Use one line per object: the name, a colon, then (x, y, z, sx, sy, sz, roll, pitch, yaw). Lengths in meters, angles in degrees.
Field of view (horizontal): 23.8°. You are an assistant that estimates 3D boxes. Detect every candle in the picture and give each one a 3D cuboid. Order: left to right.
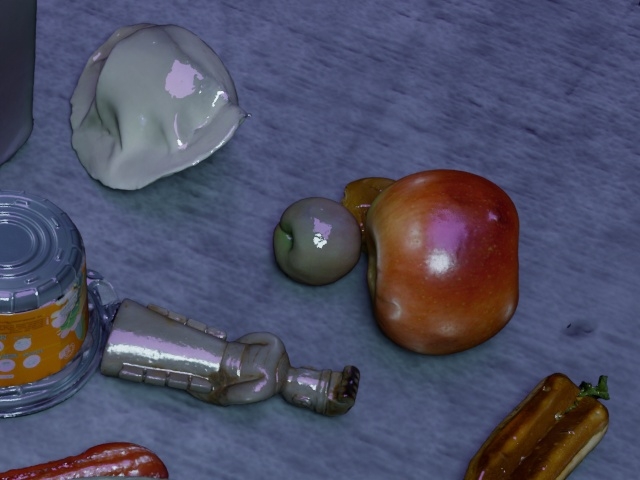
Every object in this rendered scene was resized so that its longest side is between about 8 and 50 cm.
candle: (-0.276, 0.205, 1.155, 0.329, 0.048, 0.051, -11, 66, -22)

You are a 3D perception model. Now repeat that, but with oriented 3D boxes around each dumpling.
dumpling: (-0.165, -0.129, 1.442, 0.166, 0.126, 0.216, -36, 71, -5)

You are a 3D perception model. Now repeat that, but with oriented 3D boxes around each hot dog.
hot dog: (0.181, 0.177, 1.276, 0.072, 0.055, 0.188, 39, 52, 17)

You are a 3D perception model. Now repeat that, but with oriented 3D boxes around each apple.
apple: (0.111, 0.017, 1.333, 0.139, 0.163, 0.163, -3, 49, -7)

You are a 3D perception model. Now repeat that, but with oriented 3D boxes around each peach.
peach: (-0.001, 0.002, 1.376, 0.083, 0.083, 0.083, 6, 48, -7)

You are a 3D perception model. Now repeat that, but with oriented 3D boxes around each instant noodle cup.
instant noodle cup: (-0.261, 0.039, 1.251, 0.177, 0.125, 0.208, 37, 51, 20)

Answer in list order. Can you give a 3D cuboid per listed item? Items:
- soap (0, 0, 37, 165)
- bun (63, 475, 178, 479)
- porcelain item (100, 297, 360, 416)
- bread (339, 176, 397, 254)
soap: (-0.355, -0.131, 1.269, 0.107, 0.296, 0.285, 30, 48, 14)
bun: (-0.139, 0.287, 1.031, 0.283, 0.179, 0.283, 6, 18, -2)
porcelain item: (-0.074, 0.107, 1.280, 0.213, 0.054, 0.084, 14, 50, 1)
bread: (0.056, -0.022, 1.431, 0.081, 0.046, 0.083, 16, 49, 5)
